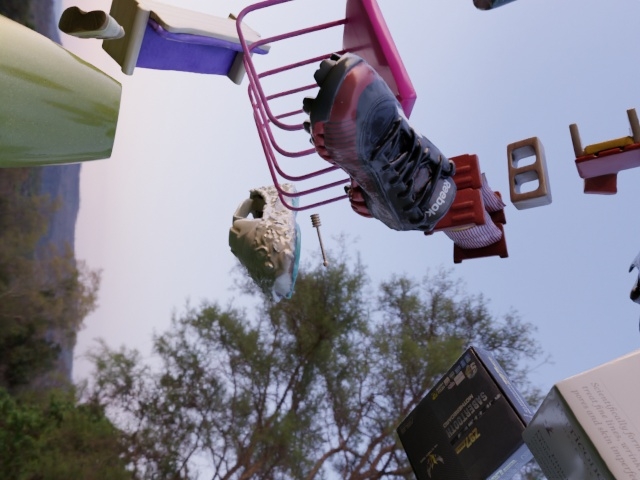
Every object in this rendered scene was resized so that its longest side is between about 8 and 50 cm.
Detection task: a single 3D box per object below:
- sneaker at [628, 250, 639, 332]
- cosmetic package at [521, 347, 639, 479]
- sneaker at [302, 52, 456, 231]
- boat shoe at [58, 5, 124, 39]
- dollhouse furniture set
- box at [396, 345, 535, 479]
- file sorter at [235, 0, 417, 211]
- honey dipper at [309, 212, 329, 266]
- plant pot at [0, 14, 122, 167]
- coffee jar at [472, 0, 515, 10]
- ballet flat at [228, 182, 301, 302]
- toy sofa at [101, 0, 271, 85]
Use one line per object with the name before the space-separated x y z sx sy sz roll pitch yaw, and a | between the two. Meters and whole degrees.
sneaker | 0.546 0.006 0.713 0.185 0.482 0.202 37 -51 25
cosmetic package | 0.313 0.208 0.462 0.184 0.151 0.151 74 -5 -52
sneaker | 0.075 -0.083 0.502 0.135 0.276 0.098 31 -98 27
boat shoe | -0.431 -0.400 0.902 0.152 0.048 0.056 14 -94 30
dollhouse furniture set | 0.397 -0.079 0.907 0.373 0.201 0.152 -11 -115 33
box | 0.242 0.324 0.812 0.233 0.059 0.183 -57 -150 22
file sorter | -0.004 -0.190 0.715 0.291 0.182 0.202 94 -22 -72
honey dipper | 0.000 0.000 1.434 0.030 0.030 0.161 -23 -102 58
plant pot | -0.495 -0.231 0.800 0.274 0.293 0.275 -30 -125 57
coffee jar | 0.396 -0.524 0.960 0.079 0.184 0.096 -127 -157 -59
ballet flat | -0.109 -0.011 0.928 0.409 0.146 0.147 -96 -162 -68
toy sofa | -0.302 -0.458 1.147 0.177 0.362 0.150 44 -57 18
